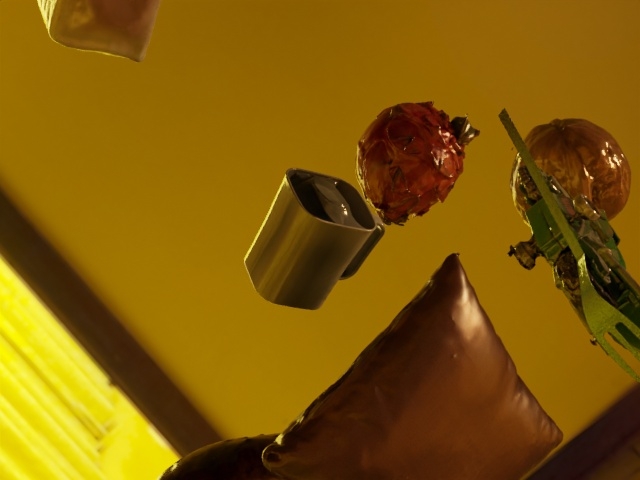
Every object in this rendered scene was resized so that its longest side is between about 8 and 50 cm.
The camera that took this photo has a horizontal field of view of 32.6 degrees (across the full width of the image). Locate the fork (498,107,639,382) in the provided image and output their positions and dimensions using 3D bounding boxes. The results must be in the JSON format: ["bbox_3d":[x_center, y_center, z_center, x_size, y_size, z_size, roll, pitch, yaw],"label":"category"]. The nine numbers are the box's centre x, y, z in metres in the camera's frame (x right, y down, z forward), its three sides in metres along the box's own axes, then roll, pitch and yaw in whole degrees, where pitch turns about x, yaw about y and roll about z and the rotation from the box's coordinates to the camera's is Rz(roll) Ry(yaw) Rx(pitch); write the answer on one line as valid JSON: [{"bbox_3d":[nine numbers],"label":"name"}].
[{"bbox_3d":[0.177,-0.001,0.800,0.021,0.235,0.039,-7,-30,-35],"label":"fork"}]

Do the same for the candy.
[{"bbox_3d":[-0.309,-0.418,1.483,0.208,0.145,0.358,-64,36,33],"label":"candy"}]

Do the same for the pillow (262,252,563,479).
[{"bbox_3d":[0.115,0.221,1.192,0.308,0.305,0.108,-46,31,-20],"label":"pillow"}]

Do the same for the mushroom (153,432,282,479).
[{"bbox_3d":[-0.057,0.394,1.359,0.331,0.334,0.356,-32,42,-15],"label":"mushroom"}]

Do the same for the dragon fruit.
[{"bbox_3d":[0.141,-0.130,1.731,0.209,0.172,0.172,-49,14,-5],"label":"dragon fruit"}]

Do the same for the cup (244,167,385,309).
[{"bbox_3d":[0.000,0.000,1.181,0.129,0.128,0.095,-59,37,29],"label":"cup"}]

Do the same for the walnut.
[{"bbox_3d":[0.324,-0.082,1.427,0.167,0.166,0.149,-34,34,18],"label":"walnut"}]

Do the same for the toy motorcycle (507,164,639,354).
[{"bbox_3d":[0.207,0.010,0.880,0.074,0.106,0.190,-41,28,20],"label":"toy motorcycle"}]
